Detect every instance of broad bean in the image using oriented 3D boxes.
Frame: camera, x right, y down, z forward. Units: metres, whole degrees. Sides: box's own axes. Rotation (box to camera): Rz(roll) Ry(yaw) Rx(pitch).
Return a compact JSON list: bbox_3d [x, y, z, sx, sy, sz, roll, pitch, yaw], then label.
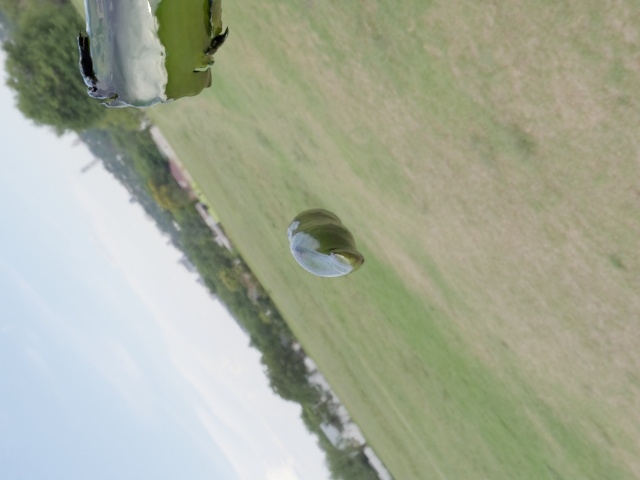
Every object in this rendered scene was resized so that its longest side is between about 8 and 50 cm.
[{"bbox_3d":[0.000,0.000,0.900,0.339,0.077,0.061,-114,34,-78],"label":"broad bean"}]

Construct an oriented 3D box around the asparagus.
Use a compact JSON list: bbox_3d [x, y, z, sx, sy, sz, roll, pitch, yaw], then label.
[{"bbox_3d":[-0.136,-0.297,0.581,0.108,0.128,0.382,-50,-31,-60],"label":"asparagus"}]
